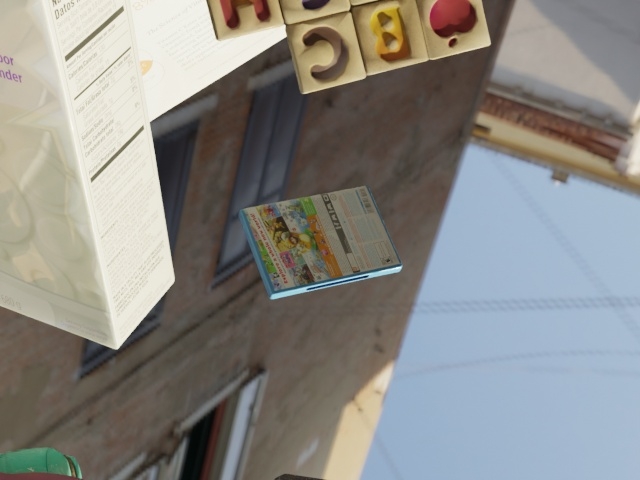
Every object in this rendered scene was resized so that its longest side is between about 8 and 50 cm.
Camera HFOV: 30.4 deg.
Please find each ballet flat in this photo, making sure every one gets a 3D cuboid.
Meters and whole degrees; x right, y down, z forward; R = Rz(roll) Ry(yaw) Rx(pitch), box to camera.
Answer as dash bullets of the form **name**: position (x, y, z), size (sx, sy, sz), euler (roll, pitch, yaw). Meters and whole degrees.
- **ballet flat**: position (-0.293, 0.225, 1.030), size (0.087, 0.247, 0.083), euler (3, -109, -34)

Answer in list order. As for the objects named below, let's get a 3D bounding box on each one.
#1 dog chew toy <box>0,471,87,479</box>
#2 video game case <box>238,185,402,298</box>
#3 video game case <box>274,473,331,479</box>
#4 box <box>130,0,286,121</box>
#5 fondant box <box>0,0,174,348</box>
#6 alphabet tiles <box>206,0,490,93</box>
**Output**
- **dog chew toy**: position (-0.112, 0.186, 0.449), size (0.332, 0.206, 0.206), euler (45, -147, -2)
- **video game case**: position (0.000, 0.000, 1.385), size (0.166, 0.015, 0.119), euler (-11, -118, -21)
- **video game case**: position (0.028, 0.452, 1.601), size (0.026, 0.274, 0.196), euler (-21, -179, -24)
- **box**: position (-0.198, -0.300, 1.160), size (0.345, 0.215, 0.168), euler (41, -158, -59)
- **fondant box**: position (-0.250, -0.093, 0.892), size (0.238, 0.330, 0.096), euler (17, -136, 21)
- **alphabet tiles**: position (0.024, -0.306, 0.952), size (0.285, 0.343, 0.011), euler (-16, -171, -14)
